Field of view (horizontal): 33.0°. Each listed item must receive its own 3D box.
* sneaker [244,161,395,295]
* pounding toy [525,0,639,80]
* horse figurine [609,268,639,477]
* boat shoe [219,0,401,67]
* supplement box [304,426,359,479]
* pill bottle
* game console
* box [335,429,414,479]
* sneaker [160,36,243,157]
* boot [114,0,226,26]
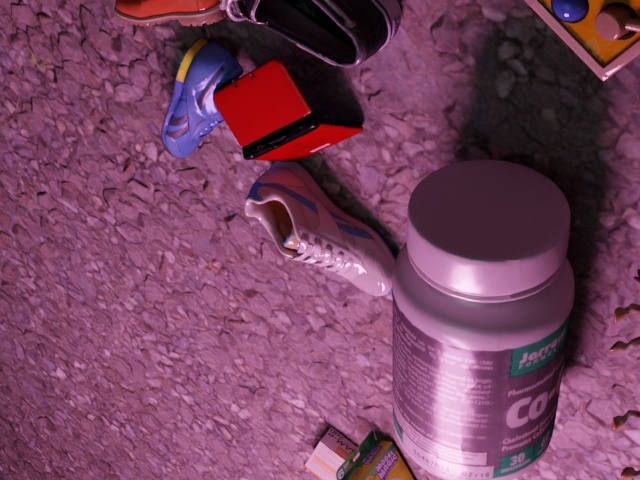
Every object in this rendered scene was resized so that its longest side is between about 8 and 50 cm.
[{"bbox_3d":[0.000,0.000,1.403,0.228,0.092,0.087,41,140,0],"label":"sneaker"},{"bbox_3d":[0.276,-0.213,0.962,0.141,0.100,0.130,45,142,-3],"label":"pounding toy"},{"bbox_3d":[0.400,0.149,1.152,0.174,0.066,0.263,-3,88,3],"label":"horse figurine"},{"bbox_3d":[-0.064,-0.285,1.181,0.306,0.105,0.113,36,141,7],"label":"boat shoe"},{"bbox_3d":[0.019,0.355,1.761,0.062,0.036,0.098,37,141,8],"label":"supplement box"},{"bbox_3d":[0.184,0.099,1.249,0.204,0.204,0.361,21,137,25],"label":"pill bottle"},{"bbox_3d":[-0.040,-0.155,1.316,0.144,0.124,0.085,-19,76,48],"label":"game console"},{"bbox_3d":[0.098,0.392,1.673,0.043,0.105,0.179,-5,122,51],"label":"box"},{"bbox_3d":[-0.150,-0.166,1.396,0.082,0.069,0.209,33,141,6],"label":"sneaker"},{"bbox_3d":[-0.192,-0.308,1.314,0.158,0.059,0.085,3,125,28],"label":"boot"}]
